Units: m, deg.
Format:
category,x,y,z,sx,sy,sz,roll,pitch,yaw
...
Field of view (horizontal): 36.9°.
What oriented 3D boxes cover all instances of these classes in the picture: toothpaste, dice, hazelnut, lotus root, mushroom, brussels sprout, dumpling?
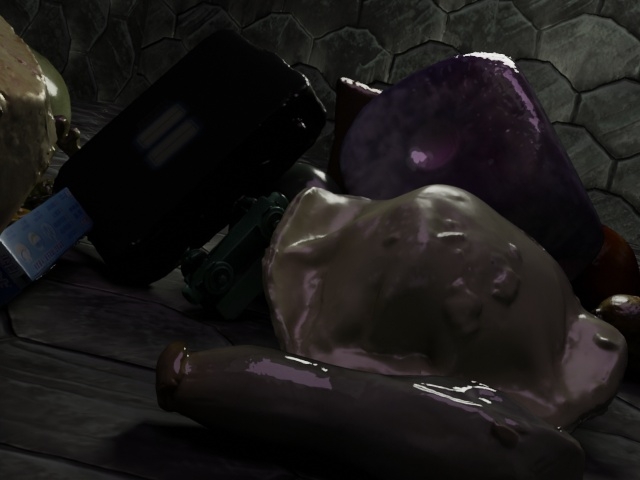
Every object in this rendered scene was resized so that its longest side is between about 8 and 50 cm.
category,x,y,z,sx,sy,sz,roll,pitch,yaw
toothpaste,-0.326,0.001,1.102,0.066,0.053,0.272,52,9,-11
dice,0.202,-0.062,1.287,0.271,0.270,0.270,41,27,-52
hazelnut,0.388,0.067,1.413,0.177,0.178,0.204,10,-22,-14
lotus root,0.439,0.139,1.265,0.190,0.108,0.094,22,53,4
mushroom,0.031,0.143,0.761,0.351,0.097,0.109,11,7,15
brussels sprout,-0.426,-0.067,1.485,0.085,0.058,0.085,-1,22,0
dumpling,0.109,0.090,0.987,0.395,0.233,0.315,28,45,10

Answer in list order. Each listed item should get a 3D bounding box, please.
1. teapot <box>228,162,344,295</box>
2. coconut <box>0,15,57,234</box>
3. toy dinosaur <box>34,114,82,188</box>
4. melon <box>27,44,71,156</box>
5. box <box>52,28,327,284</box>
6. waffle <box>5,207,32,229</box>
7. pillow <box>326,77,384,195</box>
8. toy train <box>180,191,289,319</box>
category,x,y,z,sx,sy,sz,roll,pitch,yaw
teapot,0.000,0.000,1.324,0.183,0.184,0.250,20,2,37
coconut,-0.413,-0.070,0.829,0.297,0.309,0.297,35,22,-17
toy dinosaur,-0.380,-0.087,1.538,0.199,0.072,0.251,40,-24,1
melon,-0.564,-0.222,1.621,0.307,0.272,0.272,4,7,20
box,-0.189,-0.126,1.312,0.091,0.359,0.350,53,-8,-37
waffle,-0.518,-0.037,1.186,0.309,0.065,0.283,12,7,21
pillow,0.136,-0.085,1.518,0.305,0.308,0.108,9,14,-19
toy train,-0.090,0.021,1.140,0.070,0.172,0.099,23,-26,47
